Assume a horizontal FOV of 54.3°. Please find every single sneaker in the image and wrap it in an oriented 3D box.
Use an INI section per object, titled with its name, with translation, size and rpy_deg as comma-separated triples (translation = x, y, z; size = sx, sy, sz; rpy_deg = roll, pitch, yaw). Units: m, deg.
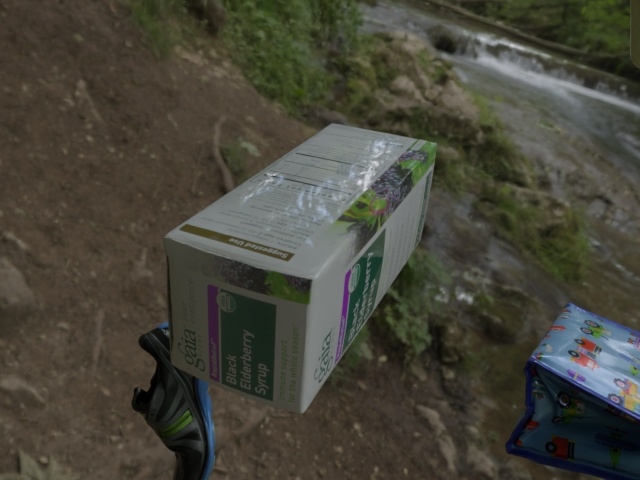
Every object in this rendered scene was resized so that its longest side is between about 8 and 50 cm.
[sneaker]
translation = -0.150, 0.174, 0.634
size = 0.078, 0.188, 0.067
rpy_deg = -7, 9, -21

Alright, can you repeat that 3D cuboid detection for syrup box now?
[syrup box]
translation = 0.000, 0.000, 0.432
size = 0.096, 0.093, 0.237
rpy_deg = 15, 30, 19

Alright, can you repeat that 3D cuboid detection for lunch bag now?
[lunch bag]
translation = 0.408, 0.211, 0.755
size = 0.293, 0.138, 0.221
rpy_deg = 17, 21, 28

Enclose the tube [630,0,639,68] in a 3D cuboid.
[tube]
translation = 0.300, -0.251, 0.530
size = 0.062, 0.070, 0.240
rpy_deg = 21, -21, 35
